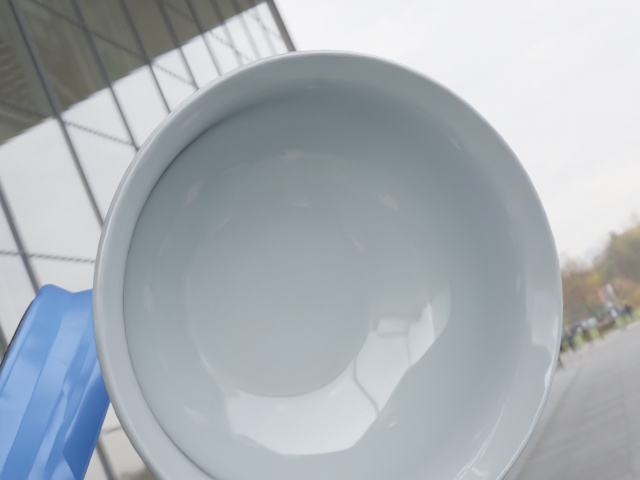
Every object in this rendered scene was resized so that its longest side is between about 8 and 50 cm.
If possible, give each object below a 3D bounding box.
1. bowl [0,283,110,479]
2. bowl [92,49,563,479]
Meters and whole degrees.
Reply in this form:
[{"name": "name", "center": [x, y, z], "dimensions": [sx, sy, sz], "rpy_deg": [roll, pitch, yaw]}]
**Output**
[{"name": "bowl", "center": [-0.241, 0.212, 0.805], "dimensions": [0.077, 0.391, 0.391], "rpy_deg": [22, -24, -11]}, {"name": "bowl", "center": [-0.008, 0.040, 0.682], "dimensions": [0.297, 0.298, 0.134], "rpy_deg": [-20, 4, -23]}]
